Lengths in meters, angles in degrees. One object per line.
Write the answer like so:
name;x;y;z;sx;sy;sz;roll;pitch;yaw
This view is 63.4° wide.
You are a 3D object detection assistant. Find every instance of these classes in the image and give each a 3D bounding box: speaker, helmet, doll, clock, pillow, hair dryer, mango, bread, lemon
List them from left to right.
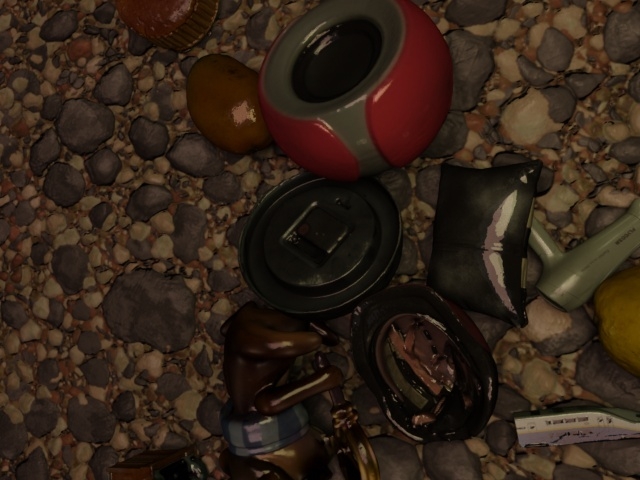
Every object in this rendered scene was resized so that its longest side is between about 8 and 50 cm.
bread;-0.300;-0.470;0.995;0.199;0.104;0.198;0;91;18
mango;-0.165;-0.246;0.942;0.221;0.120;0.151;36;96;22
doll;-0.060;0.270;0.872;0.318;0.209;0.339;-9;83;49
clock;0.000;0.000;0.856;0.281;0.055;0.280;-9;58;15
speaker;0.046;-0.230;0.797;0.295;0.294;0.293;0;89;17
helmet;0.170;0.182;0.804;0.199;0.154;0.253;-22;86;28
pillow;0.244;-0.003;0.802;0.186;0.106;0.249;5;90;52
hair dryer;0.370;-0.034;0.809;0.206;0.075;0.237;-44;69;5
lemon;0.484;0.117;0.707;0.208;0.170;0.169;10;92;16

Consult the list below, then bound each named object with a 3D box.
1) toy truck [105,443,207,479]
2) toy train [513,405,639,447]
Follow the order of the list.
toy truck;-0.302;0.550;0.958;0.163;0.136;0.305;-10;83;24
toy train;0.417;0.276;0.782;0.234;0.052;0.051;-12;80;17
